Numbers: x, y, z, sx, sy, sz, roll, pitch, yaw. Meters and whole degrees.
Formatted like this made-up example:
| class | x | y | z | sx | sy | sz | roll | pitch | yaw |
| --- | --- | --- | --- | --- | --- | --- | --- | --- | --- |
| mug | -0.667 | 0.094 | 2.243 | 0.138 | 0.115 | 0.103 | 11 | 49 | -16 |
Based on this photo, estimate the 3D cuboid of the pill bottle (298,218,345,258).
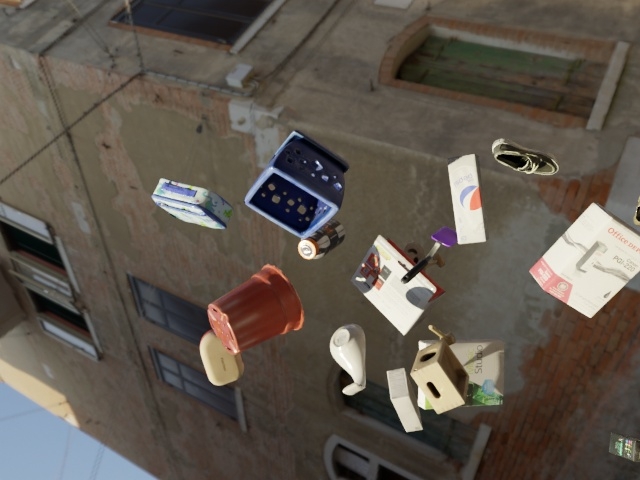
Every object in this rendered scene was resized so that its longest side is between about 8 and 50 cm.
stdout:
| class | x | y | z | sx | sy | sz | roll | pitch | yaw |
| --- | --- | --- | --- | --- | --- | --- | --- | --- | --- |
| pill bottle | 0.000 | 0.000 | 2.318 | 0.246 | 0.131 | 0.130 | -35 | -41 | -55 |

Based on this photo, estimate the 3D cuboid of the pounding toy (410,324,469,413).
| class | x | y | z | sx | sy | sz | roll | pitch | yaw |
| --- | --- | --- | --- | --- | --- | --- | --- | --- | --- |
| pounding toy | 0.305 | 0.317 | 1.411 | 0.094 | 0.181 | 0.206 | -33 | 4 | 26 |

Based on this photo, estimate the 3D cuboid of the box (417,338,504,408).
| class | x | y | z | sx | sy | sz | roll | pitch | yaw |
| --- | --- | --- | --- | --- | --- | --- | --- | --- | --- |
| box | 0.504 | 0.472 | 1.901 | 0.058 | 0.322 | 0.232 | 178 | 93 | -75 |

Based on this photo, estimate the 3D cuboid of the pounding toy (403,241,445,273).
| class | x | y | z | sx | sy | sz | roll | pitch | yaw |
| --- | --- | --- | --- | --- | --- | --- | --- | --- | --- |
| pounding toy | 0.364 | 0.085 | 2.213 | 0.155 | 0.270 | 0.154 | 56 | -168 | -67 |

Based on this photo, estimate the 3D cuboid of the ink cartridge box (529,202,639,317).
| class | x | y | z | sx | sy | sz | roll | pitch | yaw |
| --- | --- | --- | --- | --- | --- | --- | --- | --- | --- |
| ink cartridge box | 0.624 | 0.047 | 1.220 | 0.217 | 0.159 | 0.092 | -55 | 15 | 21 |

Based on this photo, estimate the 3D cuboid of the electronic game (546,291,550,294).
| class | x | y | z | sx | sy | sz | roll | pitch | yaw |
| --- | --- | --- | --- | --- | --- | --- | --- | --- | --- |
| electronic game | 0.862 | 0.102 | 1.819 | 0.229 | 0.048 | 0.229 | -14 | -46 | -15 |

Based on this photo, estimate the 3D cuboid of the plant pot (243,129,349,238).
| class | x | y | z | sx | sy | sz | roll | pitch | yaw |
| --- | --- | --- | --- | --- | --- | --- | --- | --- | --- |
| plant pot | -0.059 | -0.178 | 1.605 | 0.236 | 0.236 | 0.212 | -41 | 22 | 52 |

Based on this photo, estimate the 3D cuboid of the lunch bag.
| class | x | y | z | sx | sy | sz | roll | pitch | yaw |
| --- | --- | --- | --- | --- | --- | --- | --- | --- | --- |
| lunch bag | -0.395 | -0.113 | 1.638 | 0.090 | 0.219 | 0.176 | -69 | -24 | -15 |

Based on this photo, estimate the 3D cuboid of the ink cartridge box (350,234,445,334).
| class | x | y | z | sx | sy | sz | roll | pitch | yaw |
| --- | --- | --- | --- | --- | --- | --- | --- | --- | --- |
| ink cartridge box | 0.307 | 0.153 | 2.043 | 0.130 | 0.309 | 0.271 | -22 | -31 | -43 |

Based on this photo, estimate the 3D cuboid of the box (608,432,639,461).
| class | x | y | z | sx | sy | sz | roll | pitch | yaw |
| --- | --- | --- | --- | --- | --- | --- | --- | --- | --- |
| box | 0.797 | 0.531 | 1.365 | 0.083 | 0.062 | 0.052 | 158 | 123 | -75 |

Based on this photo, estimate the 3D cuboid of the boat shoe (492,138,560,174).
| class | x | y | z | sx | sy | sz | roll | pitch | yaw |
| --- | --- | --- | --- | --- | --- | --- | --- | --- | --- |
| boat shoe | 0.616 | -0.234 | 1.597 | 0.077 | 0.220 | 0.070 | 115 | 169 | -48 |

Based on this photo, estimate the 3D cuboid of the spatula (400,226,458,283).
| class | x | y | z | sx | sy | sz | roll | pitch | yaw |
| --- | --- | --- | --- | --- | --- | --- | --- | --- | --- |
| spatula | 0.368 | 0.050 | 1.794 | 0.296 | 0.084 | 0.030 | -43 | -36 | -23 |

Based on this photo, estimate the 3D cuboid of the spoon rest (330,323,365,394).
| class | x | y | z | sx | sy | sz | roll | pitch | yaw |
| --- | --- | --- | --- | --- | --- | --- | --- | --- | --- |
| spoon rest | 0.098 | 0.390 | 1.751 | 0.084 | 0.137 | 0.276 | 45 | -157 | -33 |

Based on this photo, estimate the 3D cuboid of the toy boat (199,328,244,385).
| class | x | y | z | sx | sy | sz | roll | pitch | yaw |
| --- | --- | --- | --- | --- | --- | --- | --- | --- | --- |
| toy boat | -0.404 | 0.459 | 2.162 | 0.151 | 0.151 | 0.231 | -17 | -72 | -13 |

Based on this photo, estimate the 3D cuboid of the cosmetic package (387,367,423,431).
| class | x | y | z | sx | sy | sz | roll | pitch | yaw |
| --- | --- | --- | --- | --- | --- | --- | --- | --- | --- |
| cosmetic package | 0.265 | 0.502 | 1.665 | 0.098 | 0.061 | 0.239 | -91 | -17 | -44 |

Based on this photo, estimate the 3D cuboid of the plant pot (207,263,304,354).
| class | x | y | z | sx | sy | sz | roll | pitch | yaw |
| --- | --- | --- | --- | --- | --- | --- | --- | --- | --- |
| plant pot | -0.246 | 0.264 | 1.934 | 0.265 | 0.272 | 0.272 | -27 | -44 | -29 |

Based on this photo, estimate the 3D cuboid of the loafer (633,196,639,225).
| class | x | y | z | sx | sy | sz | roll | pitch | yaw |
| --- | --- | --- | --- | --- | --- | --- | --- | --- | --- |
| loafer | 0.996 | -0.113 | 1.616 | 0.050 | 0.056 | 0.147 | -13 | -65 | -59 |

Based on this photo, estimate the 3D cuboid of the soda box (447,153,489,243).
| class | x | y | z | sx | sy | sz | roll | pitch | yaw |
| --- | --- | --- | --- | --- | --- | --- | --- | --- | --- |
| soda box | 0.487 | -0.135 | 1.750 | 0.098 | 0.091 | 0.286 | -12 | -85 | -65 |
